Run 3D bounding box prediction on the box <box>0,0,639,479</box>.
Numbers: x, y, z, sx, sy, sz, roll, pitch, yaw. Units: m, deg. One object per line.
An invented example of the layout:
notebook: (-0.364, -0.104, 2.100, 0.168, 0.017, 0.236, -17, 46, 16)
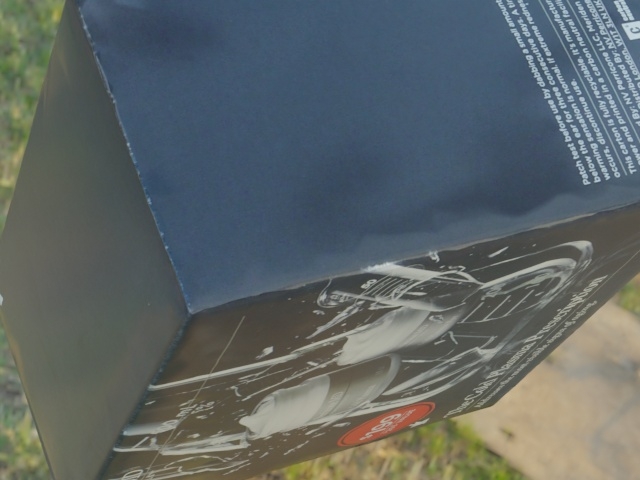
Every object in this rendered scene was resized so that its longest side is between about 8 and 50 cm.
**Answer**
box: (0.000, 0.000, 0.896, 0.312, 0.343, 0.179, -12, 68, -23)
